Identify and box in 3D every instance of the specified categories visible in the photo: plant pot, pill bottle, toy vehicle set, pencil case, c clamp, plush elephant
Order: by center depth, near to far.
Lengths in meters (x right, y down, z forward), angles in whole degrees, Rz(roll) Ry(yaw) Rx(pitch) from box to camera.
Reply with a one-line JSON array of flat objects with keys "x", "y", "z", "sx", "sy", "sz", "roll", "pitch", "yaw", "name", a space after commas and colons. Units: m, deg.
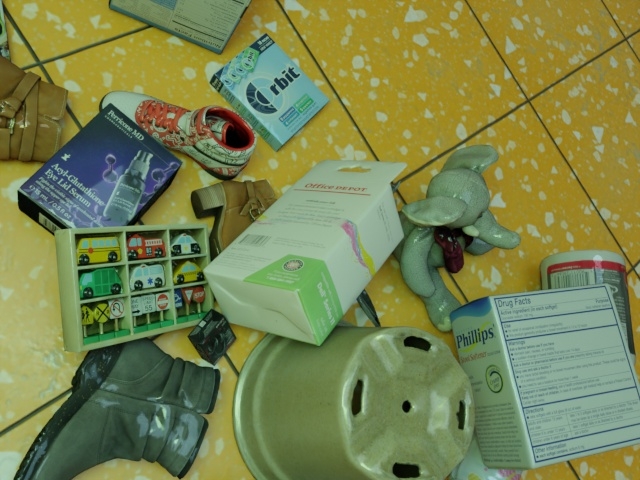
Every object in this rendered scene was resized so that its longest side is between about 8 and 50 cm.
[{"x": -0.268, "y": 0.061, "z": 0.916, "sx": 0.267, "sy": 0.035, "sz": 0.166, "roll": -6, "pitch": 91, "yaw": -58, "name": "toy vehicle set"}, {"x": 0.065, "y": 0.265, "z": 0.954, "sx": 0.334, "sy": 0.305, "sz": 0.333, "roll": 7, "pitch": 73, "yaw": -24, "name": "plant pot"}, {"x": 0.067, "y": 0.090, "z": 1.114, "sx": 0.022, "sy": 0.160, "sz": 0.137, "roll": -30, "pitch": 113, "yaw": 5, "name": "c clamp"}, {"x": 0.257, "y": -0.036, "z": 1.159, "sx": 0.330, "sy": 0.255, "sz": 0.272, "roll": 45, "pitch": 62, "yaw": -8, "name": "plush elephant"}, {"x": 0.346, "y": 0.375, "z": 1.164, "sx": 0.124, "sy": 0.113, "sz": 0.273, "roll": 40, "pitch": 63, "yaw": -18, "name": "pencil case"}, {"x": 0.567, "y": 0.192, "z": 1.287, "sx": 0.176, "sy": 0.176, "sz": 0.318, "roll": 10, "pitch": 72, "yaw": -23, "name": "pill bottle"}]

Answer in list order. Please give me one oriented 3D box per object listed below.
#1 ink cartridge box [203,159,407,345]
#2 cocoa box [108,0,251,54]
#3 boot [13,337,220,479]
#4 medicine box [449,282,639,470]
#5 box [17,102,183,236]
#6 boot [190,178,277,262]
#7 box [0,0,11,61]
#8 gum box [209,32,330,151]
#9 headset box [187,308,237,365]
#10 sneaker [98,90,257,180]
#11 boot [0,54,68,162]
[{"x": 0.000, "y": 0.000, "z": 1.027, "sx": 0.353, "sy": 0.207, "sz": 0.119, "roll": -47, "pitch": 131, "yaw": -37, "name": "ink cartridge box"}, {"x": -0.218, "y": -0.573, "z": 1.103, "sx": 0.231, "sy": 0.228, "sz": 0.347, "roll": 18, "pitch": 69, "yaw": -21, "name": "cocoa box"}, {"x": -0.289, "y": 0.301, "z": 0.881, "sx": 0.223, "sy": 0.118, "sz": 0.338, "roll": 33, "pitch": 63, "yaw": -15, "name": "boot"}, {"x": 0.408, "y": 0.238, "z": 1.089, "sx": 0.263, "sy": 0.149, "sz": 0.289, "roll": -4, "pitch": 72, "yaw": -20, "name": "medicine box"}, {"x": -0.349, "y": -0.088, "z": 0.971, "sx": 0.153, "sy": 0.108, "sz": 0.207, "roll": 39, "pitch": 63, "yaw": -10, "name": "box"}, {"x": -0.132, "y": -0.017, "z": 1.077, "sx": 0.152, "sy": 0.073, "sz": 0.197, "roll": -14, "pitch": 87, "yaw": -34, "name": "boot"}, {"x": -0.574, "y": -0.356, "z": 0.981, "sx": 0.114, "sy": 0.036, "sz": 0.207, "roll": -9, "pitch": 79, "yaw": -27, "name": "box"}, {"x": -0.096, "y": -0.292, "z": 1.187, "sx": 0.184, "sy": 0.041, "sz": 0.157, "roll": 46, "pitch": 62, "yaw": -6, "name": "gum box"}, {"x": -0.177, "y": 0.163, "z": 1.002, "sx": 0.032, "sy": 0.083, "sz": 0.062, "roll": 23, "pitch": 58, "yaw": 29, "name": "headset box"}, {"x": -0.238, "y": -0.205, "z": 1.035, "sx": 0.270, "sy": 0.145, "sz": 0.090, "roll": 27, "pitch": 66, "yaw": -16, "name": "sneaker"}, {"x": -0.523, "y": -0.149, "z": 0.922, "sx": 0.220, "sy": 0.109, "sz": 0.283, "roll": 18, "pitch": 75, "yaw": -36, "name": "boot"}]
